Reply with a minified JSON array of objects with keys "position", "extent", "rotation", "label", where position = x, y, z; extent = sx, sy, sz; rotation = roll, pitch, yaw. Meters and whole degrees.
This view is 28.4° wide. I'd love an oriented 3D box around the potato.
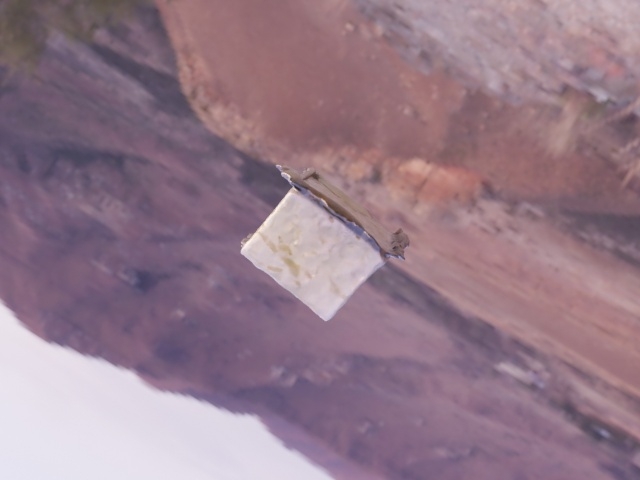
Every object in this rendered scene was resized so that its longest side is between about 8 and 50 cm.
[{"position":[0.000,0.000,0.714],"extent":[0.086,0.061,0.122],"rotation":[37,-173,1],"label":"potato"}]
